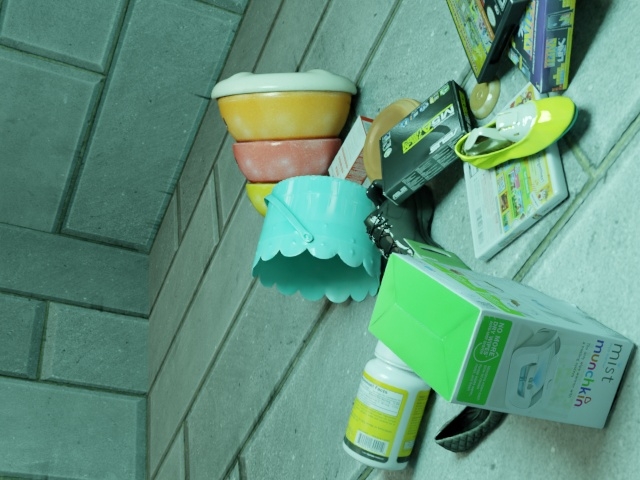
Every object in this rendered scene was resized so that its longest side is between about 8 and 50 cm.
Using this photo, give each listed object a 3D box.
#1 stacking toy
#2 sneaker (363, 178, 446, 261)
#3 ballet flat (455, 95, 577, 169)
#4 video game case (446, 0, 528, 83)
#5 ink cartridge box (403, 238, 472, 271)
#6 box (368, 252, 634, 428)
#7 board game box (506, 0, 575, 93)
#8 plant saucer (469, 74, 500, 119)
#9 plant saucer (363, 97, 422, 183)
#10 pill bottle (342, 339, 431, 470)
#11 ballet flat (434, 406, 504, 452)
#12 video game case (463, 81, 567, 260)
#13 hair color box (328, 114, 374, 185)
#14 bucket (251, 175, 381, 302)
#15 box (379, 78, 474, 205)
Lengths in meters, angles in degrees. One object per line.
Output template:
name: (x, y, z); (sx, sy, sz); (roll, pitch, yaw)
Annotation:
stacking toy: (-0.080, -0.161, 1.988); (0.350, 0.350, 0.480); (-171, 78, -68)
sneaker: (0.144, 0.002, 1.489); (0.109, 0.130, 0.286); (-55, 31, 39)
ballet flat: (0.284, -0.162, 1.240); (0.231, 0.077, 0.077); (-26, 53, 63)
video game case: (0.252, -0.435, 1.336); (0.248, 0.035, 0.275); (95, 160, -73)
ink cartridge box: (0.204, 0.076, 1.324); (0.062, 0.109, 0.209); (-68, 23, 17)
box: (0.226, 0.122, 1.079); (0.262, 0.231, 0.127); (36, 110, 66)
board game box: (0.329, -0.330, 1.234); (0.141, 0.048, 0.170); (-106, 6, -51)
plant saucer: (0.286, -0.256, 1.442); (0.083, 0.015, 0.083); (-167, 90, -68)
plant saucer: (0.148, -0.197, 1.673); (0.200, 0.037, 0.200); (-26, 58, 52)
pill bottle: (0.121, 0.274, 1.400); (0.119, 0.119, 0.208); (-149, 74, -67)
ballet flat: (0.231, 0.263, 1.229); (0.057, 0.049, 0.173); (-105, 35, -48)
video game case: (0.303, -0.111, 1.307); (0.206, 0.026, 0.227); (131, 146, -50)
hair color box: (0.081, -0.187, 1.852); (0.167, 0.053, 0.093); (-58, 30, 36)
bucket: (0.000, 0.000, 1.674); (0.281, 0.281, 0.183); (-35, 43, 59)
box: (0.190, -0.180, 1.485); (0.191, 0.045, 0.184); (-38, 28, 29)
